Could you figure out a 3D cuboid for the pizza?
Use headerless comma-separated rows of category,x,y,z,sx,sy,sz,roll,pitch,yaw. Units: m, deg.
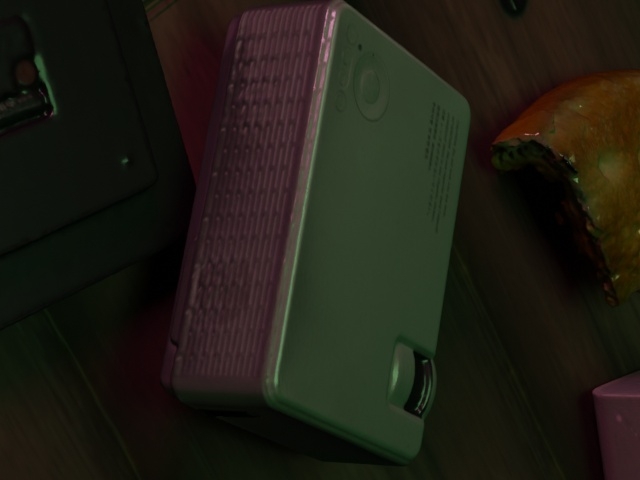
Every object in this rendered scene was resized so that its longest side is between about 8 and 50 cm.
pizza,0.259,-0.044,1.565,0.365,0.074,0.182,-5,89,-46

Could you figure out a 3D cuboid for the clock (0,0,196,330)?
clock,-0.196,-0.089,1.120,0.279,0.049,0.273,-29,108,-43

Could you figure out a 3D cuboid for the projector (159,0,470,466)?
projector,0.000,0.000,1.263,0.192,0.099,0.257,29,65,-52

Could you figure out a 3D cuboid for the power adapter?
power adapter,0.299,0.203,1.551,0.130,0.125,0.205,-14,98,-46
